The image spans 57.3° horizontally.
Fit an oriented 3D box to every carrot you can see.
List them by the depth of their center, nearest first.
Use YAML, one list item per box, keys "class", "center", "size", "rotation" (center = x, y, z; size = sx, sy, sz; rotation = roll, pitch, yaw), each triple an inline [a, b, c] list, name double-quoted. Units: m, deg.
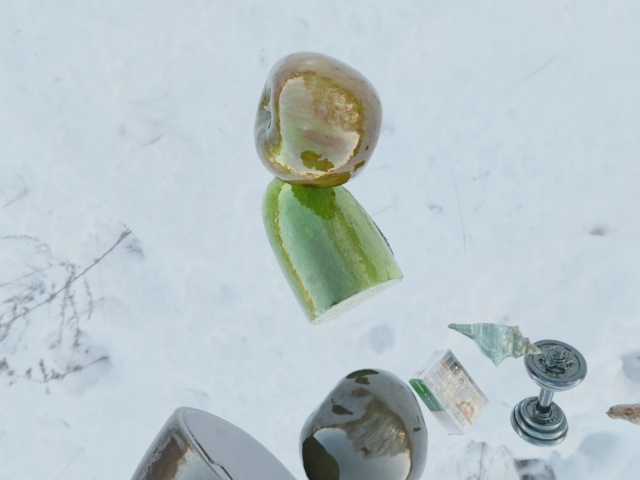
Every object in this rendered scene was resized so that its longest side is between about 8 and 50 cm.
- class: "carrot"
  center: [0.651, 0.338, 1.156]
  size: [0.059, 0.059, 0.248]
  rotation: [24, 159, -2]

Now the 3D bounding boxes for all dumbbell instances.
- class: "dumbbell"
  center: [0.688, 0.468, 1.783]
  size: [0.179, 0.179, 0.405]
  rotation: [3, 127, 8]

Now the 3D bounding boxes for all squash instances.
- class: "squash"
  center: [0.000, 0.000, 1.280]
  size: [0.234, 0.210, 0.308]
  rotation: [-33, 75, 22]

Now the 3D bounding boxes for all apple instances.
- class: "apple"
  center: [0.003, -0.223, 1.122]
  size: [0.265, 0.264, 0.264]
  rotation: [3, 113, 8]

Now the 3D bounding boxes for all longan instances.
- class: "longan"
  center: [0.076, 0.359, 1.057]
  size: [0.246, 0.246, 0.215]
  rotation: [42, 130, -10]

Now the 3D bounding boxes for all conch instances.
- class: "conch"
  center: [0.480, 0.277, 1.586]
  size: [0.234, 0.114, 0.137]
  rotation: [12, 152, -16]

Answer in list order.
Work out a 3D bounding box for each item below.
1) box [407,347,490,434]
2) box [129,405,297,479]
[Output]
- class: "box"
  center: [0.357, 0.420, 1.630]
  size: [0.199, 0.135, 0.081]
  rotation: [53, 150, 1]
- class: "box"
  center: [-0.169, 0.439, 0.922]
  size: [0.301, 0.301, 0.216]
  rotation: [36, 84, -7]
